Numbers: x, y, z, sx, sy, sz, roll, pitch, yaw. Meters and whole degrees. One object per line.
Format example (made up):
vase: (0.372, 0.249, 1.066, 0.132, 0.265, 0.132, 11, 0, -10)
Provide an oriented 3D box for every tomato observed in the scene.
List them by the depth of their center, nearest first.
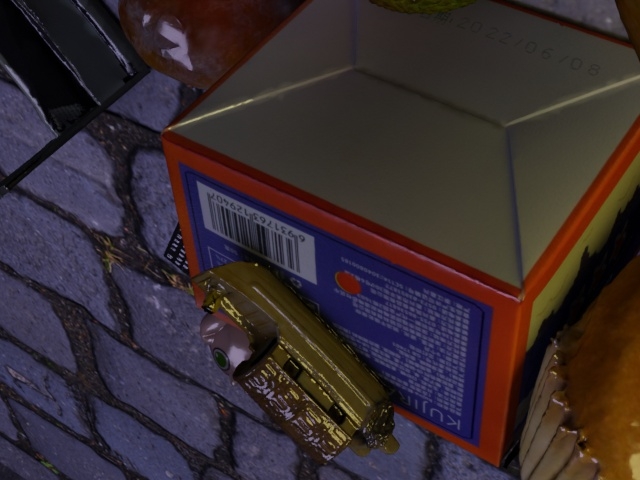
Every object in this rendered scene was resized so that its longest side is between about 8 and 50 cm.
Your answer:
tomato: (-0.116, -0.226, 1.135, 0.214, 0.155, 0.181, 26, 120, 19)

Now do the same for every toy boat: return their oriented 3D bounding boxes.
toy boat: (-0.024, 0.108, 0.938, 0.226, 0.088, 0.068, 47, 149, -12)

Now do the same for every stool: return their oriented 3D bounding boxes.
stool: (-0.400, -0.210, 1.368, 0.244, 0.270, 0.170, 50, 145, -14)

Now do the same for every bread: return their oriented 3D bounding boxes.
bread: (0.324, 0.105, 0.889, 0.236, 0.388, 0.183, 42, 152, 13)

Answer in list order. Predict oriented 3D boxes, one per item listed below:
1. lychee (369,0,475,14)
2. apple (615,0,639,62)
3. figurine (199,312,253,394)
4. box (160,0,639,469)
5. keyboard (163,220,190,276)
lychee: (0.080, -0.255, 0.971, 0.146, 0.114, 0.114, 25, 146, -1)
apple: (0.314, -0.196, 0.563, 0.333, 0.400, 0.400, 3, 131, 49)
figurine: (-0.111, 0.146, 1.619, 0.125, 0.125, 0.138, 10, 120, 39)
box: (0.096, -0.037, 1.020, 0.348, 0.318, 0.257, 24, 143, 23)
keyboard: (-0.156, -0.022, 1.565, 0.101, 0.018, 0.310, 39, 147, 2)
